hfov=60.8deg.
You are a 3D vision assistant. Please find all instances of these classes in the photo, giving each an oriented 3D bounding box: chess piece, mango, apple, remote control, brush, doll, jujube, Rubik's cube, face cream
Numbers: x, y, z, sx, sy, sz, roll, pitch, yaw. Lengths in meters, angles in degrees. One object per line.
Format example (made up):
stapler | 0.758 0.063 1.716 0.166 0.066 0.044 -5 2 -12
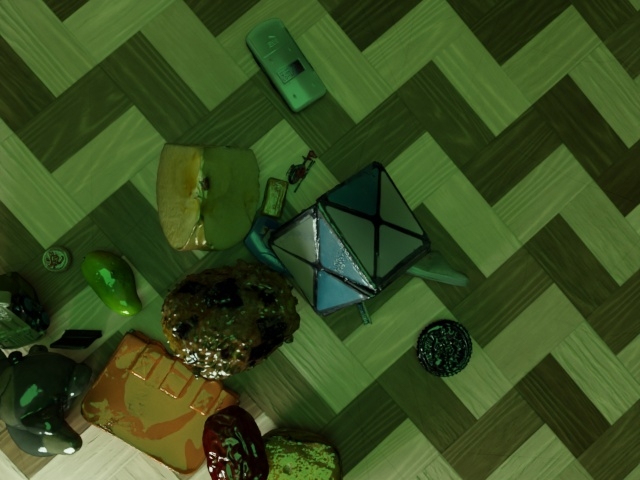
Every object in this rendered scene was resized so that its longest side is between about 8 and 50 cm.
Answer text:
chess piece | -0.807 0.058 1.672 0.083 0.038 0.084 0 90 -3
mango | -0.622 0.127 1.653 0.125 0.111 0.233 -40 94 0
apple | -0.340 -0.130 1.614 0.314 0.252 0.309 4 102 -4
remote control | -0.114 -0.555 1.729 0.140 0.056 0.296 -35 92 -6
brush | 0.125 0.189 1.761 0.030 0.033 0.179 -21 92 9
doll | -0.768 0.451 1.532 0.382 0.379 0.252 4 51 29
jujube | -0.242 0.602 1.553 0.174 0.174 0.250 -22 74 -5
Rubik's cube | 0.080 0.000 1.572 0.310 0.305 0.307 -35 94 -36
face cream | -0.107 0.037 1.704 0.264 0.083 0.149 32 62 -11

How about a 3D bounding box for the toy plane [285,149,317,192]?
toy plane | -0.062 -0.226 1.739 0.060 0.037 0.145 35 82 -29

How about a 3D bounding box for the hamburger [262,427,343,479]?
hamburger | -0.082 0.729 1.668 0.304 0.174 0.284 12 85 -5

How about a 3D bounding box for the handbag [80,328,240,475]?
handbag | -0.486 0.490 1.666 0.410 0.116 0.304 33 84 -5

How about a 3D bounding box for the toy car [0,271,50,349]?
toy car | -0.915 0.182 1.583 0.204 0.248 0.198 -19 53 -2

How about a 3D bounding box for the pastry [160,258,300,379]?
pastry | -0.262 0.227 1.560 0.405 0.337 0.292 -9 125 -2

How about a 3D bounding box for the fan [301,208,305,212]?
fan | 0.000 0.000 1.725 0.152 0.008 0.227 -31 88 -39

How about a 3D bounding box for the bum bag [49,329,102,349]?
bum bag | -0.723 0.292 1.619 0.109 0.159 0.026 4 94 -7

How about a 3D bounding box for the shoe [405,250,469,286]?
shoe | 0.366 0.081 1.751 0.251 0.103 0.100 14 89 -10

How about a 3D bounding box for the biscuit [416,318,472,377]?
biscuit | 0.404 0.349 1.775 0.194 0.053 0.195 0 91 -5

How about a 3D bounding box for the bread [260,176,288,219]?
bread | -0.145 -0.133 1.727 0.074 0.053 0.132 11 89 -9
